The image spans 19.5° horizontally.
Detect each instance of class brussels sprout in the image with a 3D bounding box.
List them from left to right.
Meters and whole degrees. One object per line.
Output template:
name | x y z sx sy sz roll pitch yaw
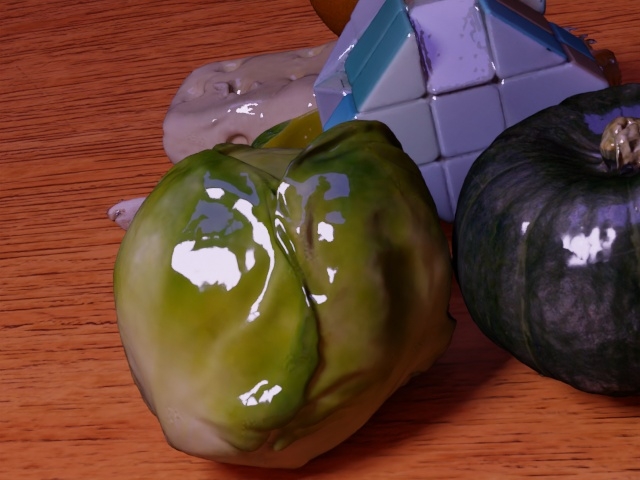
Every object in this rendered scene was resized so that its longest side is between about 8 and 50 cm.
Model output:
brussels sprout | -0.030 0.037 1.482 0.259 0.227 0.294 19 88 35

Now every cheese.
cheese | -0.036 -0.144 1.967 0.263 0.093 0.159 -7 31 19

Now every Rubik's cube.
Rubik's cube | 0.116 -0.128 1.647 0.265 0.224 0.213 -55 19 18

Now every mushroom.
mushroom | -0.182 -0.027 1.923 0.101 0.019 0.049 9 38 45

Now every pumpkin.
pumpkin | 0.244 -0.011 1.440 0.300 0.207 0.300 -16 29 9

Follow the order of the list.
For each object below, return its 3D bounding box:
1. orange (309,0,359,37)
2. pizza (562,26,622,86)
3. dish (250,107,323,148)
orange | 0.078 -0.298 2.068 0.206 0.206 0.206 -14 28 8
pizza | 0.215 -0.163 1.878 0.154 0.069 0.194 -17 22 4
dish | 0.025 -0.067 1.805 0.207 0.080 0.149 -12 34 11
